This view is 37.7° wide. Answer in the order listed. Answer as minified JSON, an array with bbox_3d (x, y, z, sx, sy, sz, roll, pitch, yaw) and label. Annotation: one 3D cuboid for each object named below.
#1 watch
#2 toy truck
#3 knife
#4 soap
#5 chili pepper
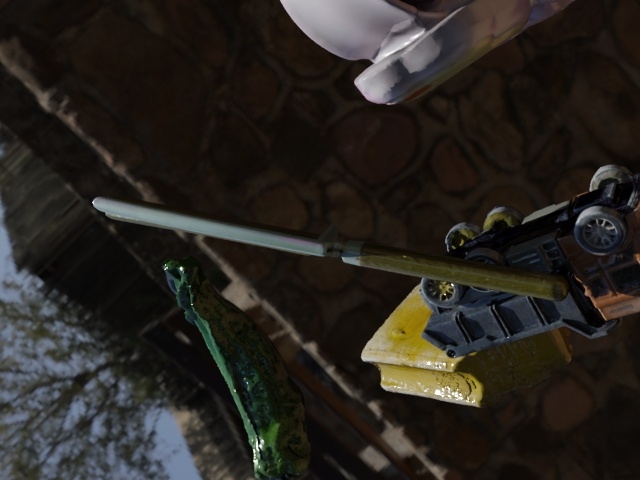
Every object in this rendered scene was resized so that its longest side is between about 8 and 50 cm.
[{"bbox_3d":[0.091,-0.254,0.816,0.217,0.248,0.211,58,149,-6],"label":"watch"},{"bbox_3d":[0.161,0.022,0.686,0.092,0.192,0.083,59,-146,-13],"label":"toy truck"},{"bbox_3d":[0.000,0.000,0.657,0.343,0.027,0.061,10,-178,15],"label":"knife"},{"bbox_3d":[0.184,0.117,1.130,0.080,0.160,0.257,54,152,-20],"label":"soap"},{"bbox_3d":[-0.062,0.134,0.854,0.278,0.065,0.122,63,-164,-3],"label":"chili pepper"}]
